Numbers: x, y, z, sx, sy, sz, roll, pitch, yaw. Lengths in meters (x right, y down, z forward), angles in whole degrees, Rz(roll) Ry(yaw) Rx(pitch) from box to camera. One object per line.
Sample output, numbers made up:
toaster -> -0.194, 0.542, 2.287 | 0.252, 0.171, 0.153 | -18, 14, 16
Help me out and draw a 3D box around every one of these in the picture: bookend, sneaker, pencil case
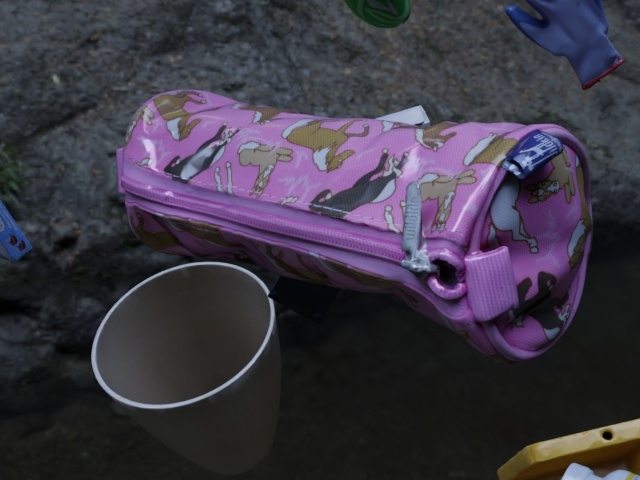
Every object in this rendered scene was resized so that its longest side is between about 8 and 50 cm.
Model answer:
bookend -> 0.000, 0.000, 1.006 | 0.072, 0.156, 0.157 | 29, 7, -11
sneaker -> 0.080, -0.465, 1.342 | 0.109, 0.295, 0.123 | -41, 43, -8
pencil case -> 0.008, -0.029, 0.628 | 0.386, 0.160, 0.167 | 15, -22, 41

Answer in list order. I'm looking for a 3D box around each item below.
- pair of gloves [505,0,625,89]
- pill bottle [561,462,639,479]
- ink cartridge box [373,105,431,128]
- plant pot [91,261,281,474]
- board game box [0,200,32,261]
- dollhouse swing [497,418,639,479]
pair of gloves -> 0.284, -0.248, 0.781 | 0.198, 0.159, 0.023 | -33, 15, 30
pill bottle -> 0.352, 0.313, 0.882 | 0.184, 0.103, 0.103 | 18, 25, 32
ink cartridge box -> 0.150, -0.133, 1.529 | 0.148, 0.203, 0.086 | -16, 30, 6
plant pot -> -0.158, 0.216, 1.191 | 0.257, 0.274, 0.256 | -9, 42, 8
board game box -> -0.497, -0.071, 1.096 | 0.160, 0.211, 0.039 | 10, 47, 38
dollhouse swing -> 0.422, 0.407, 1.081 | 0.315, 0.305, 0.346 | -14, 59, 3
